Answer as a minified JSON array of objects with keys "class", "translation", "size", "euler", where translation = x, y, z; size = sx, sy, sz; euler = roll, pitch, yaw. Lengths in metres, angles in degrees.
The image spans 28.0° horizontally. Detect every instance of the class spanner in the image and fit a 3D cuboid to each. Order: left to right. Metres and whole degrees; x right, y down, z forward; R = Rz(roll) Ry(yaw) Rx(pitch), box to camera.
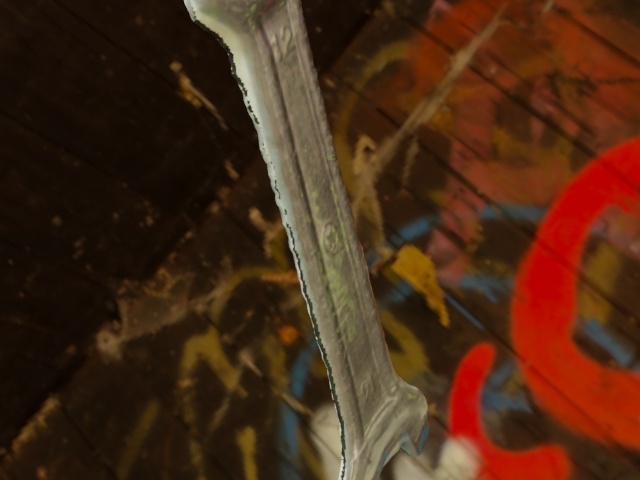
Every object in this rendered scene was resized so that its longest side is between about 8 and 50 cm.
[{"class":"spanner","translation":[0.000,0.000,0.506],"size":[0.071,0.017,0.302],"euler":[-47,-44,-36]}]
